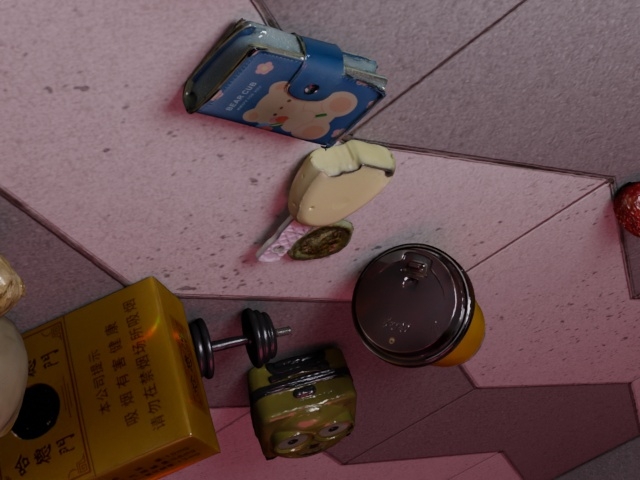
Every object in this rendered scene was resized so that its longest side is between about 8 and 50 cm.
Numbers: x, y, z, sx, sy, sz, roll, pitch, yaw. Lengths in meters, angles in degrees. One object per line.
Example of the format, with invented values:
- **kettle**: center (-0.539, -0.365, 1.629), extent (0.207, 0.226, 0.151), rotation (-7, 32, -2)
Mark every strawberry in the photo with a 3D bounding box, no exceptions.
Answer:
- **strawberry**: center (0.529, -0.049, 1.597), extent (0.106, 0.106, 0.106), rotation (-14, 149, -9)

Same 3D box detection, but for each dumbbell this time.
- **dumbbell**: center (-0.146, 0.162, 1.548), extent (0.209, 0.099, 0.099), rotation (-11, 148, -17)

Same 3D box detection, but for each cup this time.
- **cup**: center (0.173, 0.122, 1.595), extent (0.196, 0.196, 0.280), rotation (-27, 157, 12)

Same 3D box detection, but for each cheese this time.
- **cheese**: center (-0.012, -0.043, 1.341), extent (0.127, 0.050, 0.255), rotation (9, 139, -40)

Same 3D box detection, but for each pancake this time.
- **pancake**: center (0.001, -0.001, 1.451), extent (0.108, 0.017, 0.108), rotation (-17, 153, -9)

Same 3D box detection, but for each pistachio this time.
- **pistachio**: center (-0.462, 0.188, 1.310), extent (0.144, 0.215, 0.143), rotation (-3, 127, -3)

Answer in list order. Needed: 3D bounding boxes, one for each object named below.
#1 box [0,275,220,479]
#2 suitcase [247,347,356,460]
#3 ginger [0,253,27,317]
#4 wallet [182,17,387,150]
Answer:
- **box**: center (-0.374, 0.257, 1.409), extent (0.415, 0.264, 0.116), rotation (-23, 151, 7)
- **suitcase**: center (-0.031, 0.311, 1.807), extent (0.194, 0.143, 0.235), rotation (-14, 149, -9)
- **ginger**: center (-0.535, 0.096, 1.162), extent (0.375, 0.166, 0.236), rotation (-36, 160, 15)
- **wallet**: center (-0.035, -0.174, 1.112), extent (0.202, 0.059, 0.141), rotation (11, 145, -38)
